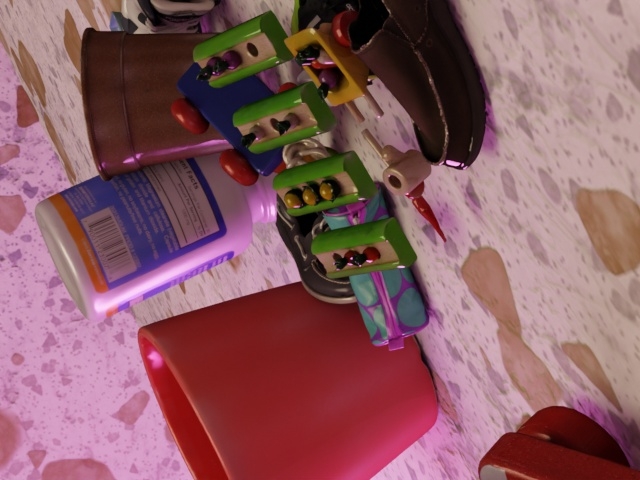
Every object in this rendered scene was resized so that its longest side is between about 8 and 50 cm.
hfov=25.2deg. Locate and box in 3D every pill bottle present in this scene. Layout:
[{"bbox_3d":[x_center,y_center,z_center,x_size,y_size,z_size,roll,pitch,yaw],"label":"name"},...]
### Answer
[{"bbox_3d":[-0.172,-0.029,1.634,0.152,0.272,0.152,55,162,29],"label":"pill bottle"}]

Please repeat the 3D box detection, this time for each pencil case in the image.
[{"bbox_3d":[0.052,0.024,1.371,0.070,0.065,0.151,-77,-34,-72],"label":"pencil case"}]

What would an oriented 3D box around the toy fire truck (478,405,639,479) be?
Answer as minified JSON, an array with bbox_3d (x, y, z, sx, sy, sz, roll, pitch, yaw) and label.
[{"bbox_3d":[0.224,0.280,1.074,0.254,0.169,0.302,13,130,47],"label":"toy fire truck"}]

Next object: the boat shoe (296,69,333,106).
[{"bbox_3d":[0.010,-0.141,1.322,0.035,0.035,0.100,49,169,-21],"label":"boat shoe"}]

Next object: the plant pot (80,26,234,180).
[{"bbox_3d":[-0.160,-0.155,1.537,0.167,0.165,0.167,-6,-90,-87],"label":"plant pot"}]

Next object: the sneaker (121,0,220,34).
[{"bbox_3d":[-0.165,-0.249,1.603,0.153,0.094,0.235,-122,25,-54],"label":"sneaker"}]

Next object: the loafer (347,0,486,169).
[{"bbox_3d":[0.057,-0.148,1.064,0.080,0.078,0.220,26,138,66],"label":"loafer"}]

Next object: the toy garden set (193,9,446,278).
[{"bbox_3d":[0.003,-0.072,1.178,0.204,0.049,0.244,-12,114,54],"label":"toy garden set"}]

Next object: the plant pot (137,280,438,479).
[{"bbox_3d":[-0.027,0.166,1.517,0.275,0.243,0.275,56,161,29],"label":"plant pot"}]

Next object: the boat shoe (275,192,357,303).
[{"bbox_3d":[0.000,0.000,1.491,0.206,0.075,0.065,48,161,58],"label":"boat shoe"}]

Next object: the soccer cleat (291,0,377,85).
[{"bbox_3d":[0.019,-0.177,1.193,0.179,0.060,0.072,-140,42,-57],"label":"soccer cleat"}]

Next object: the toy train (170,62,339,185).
[{"bbox_3d":[-0.023,-0.083,1.381,0.248,0.105,0.143,46,-172,33],"label":"toy train"}]

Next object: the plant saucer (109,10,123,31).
[{"bbox_3d":[-0.254,-0.237,2.056,0.192,0.018,0.067,64,165,6],"label":"plant saucer"}]
